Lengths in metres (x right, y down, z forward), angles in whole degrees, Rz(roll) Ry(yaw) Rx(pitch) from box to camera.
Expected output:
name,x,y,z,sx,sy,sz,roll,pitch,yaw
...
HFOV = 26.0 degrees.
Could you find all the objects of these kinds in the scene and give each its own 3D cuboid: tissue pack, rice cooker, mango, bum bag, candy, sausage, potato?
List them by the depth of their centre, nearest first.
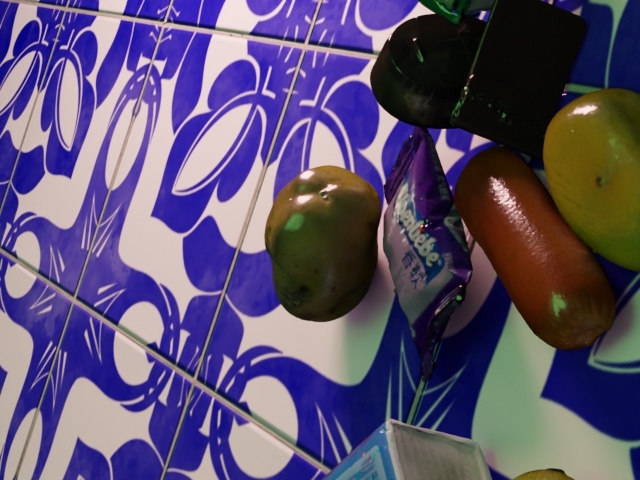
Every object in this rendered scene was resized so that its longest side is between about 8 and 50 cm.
name,x,y,z,sx,sy,sz,roll,pitch,yaw
mango,0.284,-0.049,1.294,0.137,0.091,0.237,-57,35,34
sausage,0.207,-0.001,1.393,0.300,0.083,0.089,-118,40,-50
tissue pack,0.061,0.336,1.397,0.263,0.146,0.198,-47,41,34
bum bag,0.210,-0.175,1.451,0.026,0.109,0.159,-151,80,-80
rice cooker,0.137,-0.183,1.517,0.106,0.165,0.112,-53,45,47
candy,0.114,0.006,1.529,0.145,0.070,0.275,116,153,-47
potato,0.005,0.000,1.622,0.200,0.137,0.154,89,168,-50

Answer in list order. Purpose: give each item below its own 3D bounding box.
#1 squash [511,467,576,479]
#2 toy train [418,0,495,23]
name,x,y,z,sx,sy,sz,roll,pitch,yaw
squash,0.193,0.319,1.218,0.132,0.133,0.247,-26,55,49
toy train,0.190,-0.357,1.446,0.115,0.154,0.269,38,129,28
